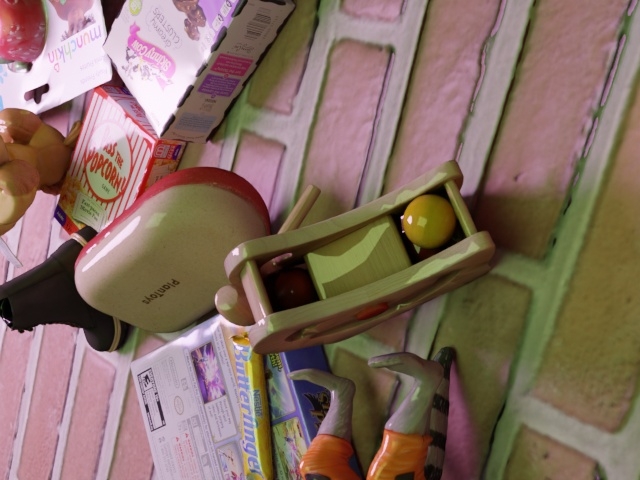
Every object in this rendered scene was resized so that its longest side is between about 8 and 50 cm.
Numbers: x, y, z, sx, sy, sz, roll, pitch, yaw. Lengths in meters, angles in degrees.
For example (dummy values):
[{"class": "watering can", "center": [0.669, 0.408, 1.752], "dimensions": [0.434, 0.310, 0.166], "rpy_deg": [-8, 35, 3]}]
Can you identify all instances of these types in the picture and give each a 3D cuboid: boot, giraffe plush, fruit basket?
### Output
[{"class": "boot", "center": [-0.309, 0.086, 1.014], "dimensions": [0.077, 0.137, 0.197], "rpy_deg": [32, 141, 31]}, {"class": "giraffe plush", "center": [-0.386, -0.099, 1.094], "dimensions": [0.182, 0.170, 0.210], "rpy_deg": [3, 130, 30]}, {"class": "fruit basket", "center": [-0.402, -0.338, 1.116], "dimensions": [0.327, 0.165, 0.352], "rpy_deg": [-10, 85, 42]}]

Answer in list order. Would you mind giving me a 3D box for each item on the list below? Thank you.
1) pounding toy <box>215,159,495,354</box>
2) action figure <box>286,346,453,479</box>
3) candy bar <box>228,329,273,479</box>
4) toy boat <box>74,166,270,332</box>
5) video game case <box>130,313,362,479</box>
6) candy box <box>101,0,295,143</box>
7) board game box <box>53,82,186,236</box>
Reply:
[{"class": "pounding toy", "center": [0.000, 0.000, 0.729], "dimensions": [0.270, 0.154, 0.154], "rpy_deg": [-27, 72, 20]}, {"class": "action figure", "center": [0.087, 0.249, 0.659], "dimensions": [0.341, 0.179, 0.330], "rpy_deg": [-20, 76, 52]}, {"class": "candy bar", "center": [-0.066, 0.167, 0.833], "dimensions": [0.040, 0.018, 0.161], "rpy_deg": [-9, 85, 41]}, {"class": "toy boat", "center": [-0.154, -0.010, 0.933], "dimensions": [0.231, 0.151, 0.151], "rpy_deg": [-33, 40, 38]}, {"class": "video game case", "center": [-0.078, 0.214, 0.897], "dimensions": [0.244, 0.061, 0.269], "rpy_deg": [-30, 71, 39]}, {"class": "candy box", "center": [-0.140, -0.232, 0.941], "dimensions": [0.196, 0.070, 0.164], "rpy_deg": [-52, 58, 29]}, {"class": "board game box", "center": [-0.251, -0.073, 1.062], "dimensions": [0.147, 0.045, 0.193], "rpy_deg": [40, 116, 34]}]
